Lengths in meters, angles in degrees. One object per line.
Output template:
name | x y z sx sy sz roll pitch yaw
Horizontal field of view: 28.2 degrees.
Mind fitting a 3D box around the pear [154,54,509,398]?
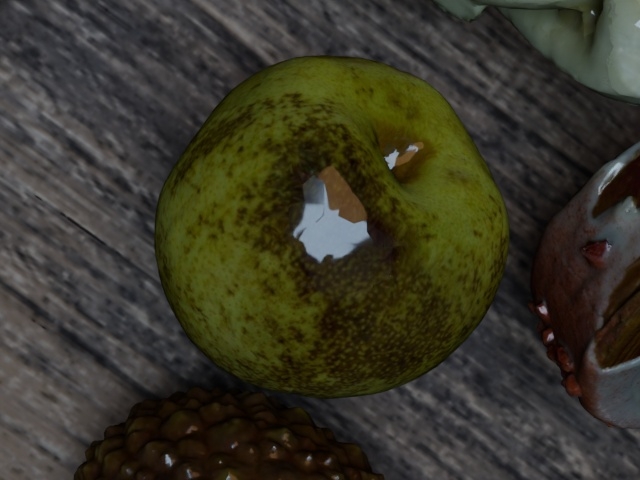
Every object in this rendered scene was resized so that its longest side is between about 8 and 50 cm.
pear | 0.000 0.000 0.722 0.197 0.197 0.197 -1 96 -5

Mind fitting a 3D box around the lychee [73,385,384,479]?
lychee | -0.043 0.195 0.737 0.200 0.200 0.238 -39 86 0

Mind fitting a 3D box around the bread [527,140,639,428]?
bread | 0.230 0.023 0.724 0.212 0.142 0.224 -6 141 -25

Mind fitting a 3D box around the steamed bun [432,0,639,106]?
steamed bun | 0.188 -0.260 0.688 0.394 0.237 0.346 1 118 19
